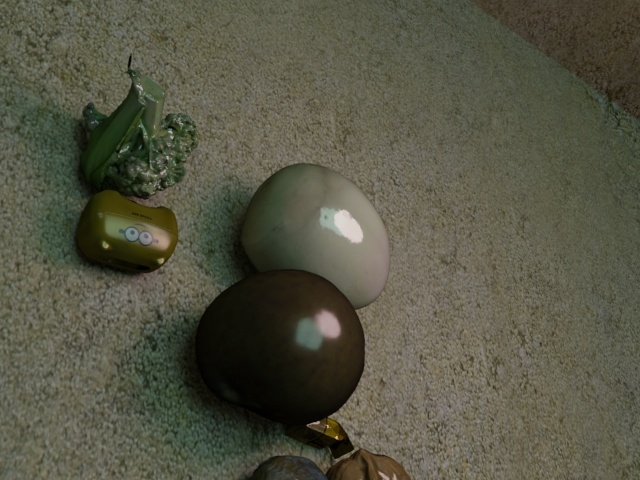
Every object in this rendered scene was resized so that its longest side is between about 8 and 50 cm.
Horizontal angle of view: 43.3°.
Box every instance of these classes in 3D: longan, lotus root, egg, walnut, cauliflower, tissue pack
[{"bbox_3d":[-0.072,0.199,1.520,0.319,0.319,0.319,21,52,-29],"label":"longan"},{"bbox_3d":[-0.023,0.510,1.388,0.175,0.175,0.349,8,33,-36],"label":"lotus root"},{"bbox_3d":[0.000,0.000,1.717,0.345,0.283,0.283,41,45,-8],"label":"egg"},{"bbox_3d":[0.097,0.521,1.537,0.198,0.198,0.245,1,73,-39],"label":"walnut"},{"bbox_3d":[-0.354,-0.214,1.571,0.239,0.315,0.256,13,38,-11],"label":"cauliflower"},{"bbox_3d":[-0.366,-0.008,1.532,0.178,0.123,0.127,19,53,-31],"label":"tissue pack"}]

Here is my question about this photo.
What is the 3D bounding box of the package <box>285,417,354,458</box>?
[{"bbox_3d":[0.000,0.388,1.623,0.131,0.071,0.047,29,45,-21],"label":"package"}]
